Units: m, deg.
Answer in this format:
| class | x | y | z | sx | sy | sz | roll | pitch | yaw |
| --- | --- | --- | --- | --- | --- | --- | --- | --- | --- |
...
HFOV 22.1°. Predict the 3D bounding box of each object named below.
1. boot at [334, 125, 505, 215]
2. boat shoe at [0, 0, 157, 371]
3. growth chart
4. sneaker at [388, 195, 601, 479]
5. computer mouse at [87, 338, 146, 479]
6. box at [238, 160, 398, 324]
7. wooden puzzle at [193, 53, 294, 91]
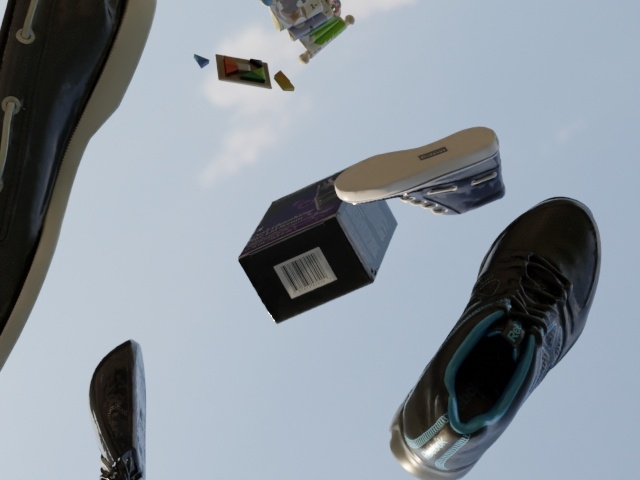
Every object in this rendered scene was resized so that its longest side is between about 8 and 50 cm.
| class | x | y | z | sx | sy | sz | roll | pitch | yaw |
| --- | --- | --- | --- | --- | --- | --- | --- | --- | --- |
| boot | 0.115 | -0.057 | 1.831 | 0.190 | 0.086 | 0.069 | -16 | -146 | 0 |
| boat shoe | -0.196 | -0.036 | 1.000 | 0.114 | 0.091 | 0.302 | -26 | -137 | 64 |
| growth chart | -0.039 | -0.356 | 2.211 | 0.021 | 0.237 | 0.172 | -7 | -149 | 35 |
| sneaker | 0.196 | 0.087 | 1.603 | 0.341 | 0.125 | 0.139 | -58 | 180 | -26 |
| computer mouse | -0.273 | 0.252 | 2.167 | 0.072 | 0.188 | 0.272 | -5 | -128 | 1 |
| box | 0.000 | 0.000 | 2.166 | 0.153 | 0.108 | 0.207 | -24 | -164 | 19 |
| wooden puzzle | -0.093 | -0.210 | 2.014 | 0.078 | 0.116 | 0.014 | -115 | -145 | -54 |
